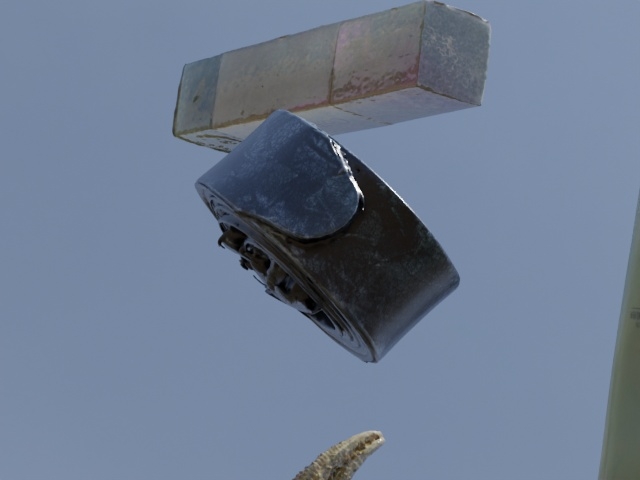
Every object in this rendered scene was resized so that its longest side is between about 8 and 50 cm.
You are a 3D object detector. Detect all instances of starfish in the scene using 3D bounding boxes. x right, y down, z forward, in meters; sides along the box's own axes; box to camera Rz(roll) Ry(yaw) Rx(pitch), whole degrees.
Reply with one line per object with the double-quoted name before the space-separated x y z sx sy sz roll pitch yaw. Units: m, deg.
"starfish" -0.013 0.266 1.440 0.050 0.247 0.138 15 -55 44

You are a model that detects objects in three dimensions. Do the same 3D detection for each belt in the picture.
"belt" 0.000 0.000 0.951 0.141 0.082 0.190 47 -7 -17

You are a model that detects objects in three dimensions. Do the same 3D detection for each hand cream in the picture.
"hand cream" 0.264 0.082 1.267 0.109 0.320 0.067 2 -9 35

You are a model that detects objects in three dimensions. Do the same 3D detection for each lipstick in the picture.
"lipstick" -0.001 -0.120 1.283 0.066 0.068 0.317 15 -13 -35
